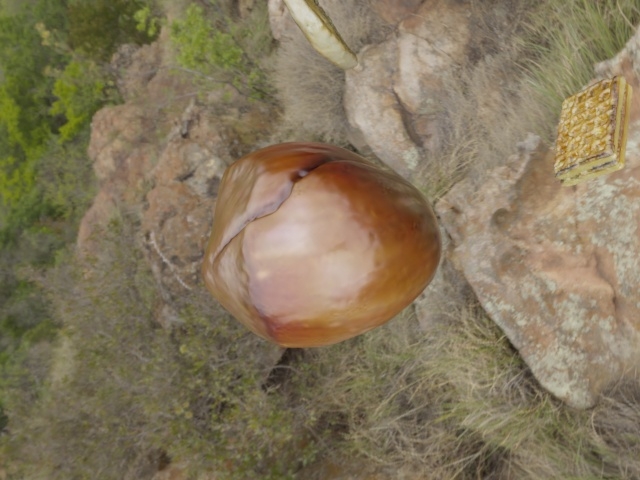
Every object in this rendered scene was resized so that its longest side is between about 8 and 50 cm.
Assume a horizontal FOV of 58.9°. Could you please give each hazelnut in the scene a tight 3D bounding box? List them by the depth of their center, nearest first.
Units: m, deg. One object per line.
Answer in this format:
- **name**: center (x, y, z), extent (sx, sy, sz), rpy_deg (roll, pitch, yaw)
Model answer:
- **hazelnut**: center (0.000, 0.000, 0.868), extent (0.373, 0.372, 0.315), rpy_deg (22, 135, 26)

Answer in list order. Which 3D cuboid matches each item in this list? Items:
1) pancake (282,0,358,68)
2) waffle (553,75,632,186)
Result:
- **pancake**: center (-0.052, -0.451, 1.017), extent (0.065, 0.356, 0.356), rpy_deg (-35, 79, 9)
- **waffle**: center (0.396, -0.159, 0.828), extent (0.102, 0.042, 0.147), rpy_deg (-26, 42, 59)
